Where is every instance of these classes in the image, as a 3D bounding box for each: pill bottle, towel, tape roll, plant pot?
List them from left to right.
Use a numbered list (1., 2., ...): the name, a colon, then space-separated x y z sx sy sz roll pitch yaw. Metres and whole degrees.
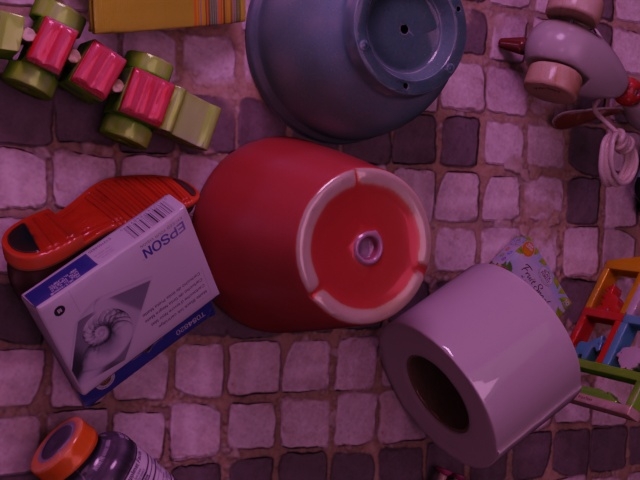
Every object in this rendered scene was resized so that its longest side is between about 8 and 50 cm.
1. pill bottle: -0.249 0.329 1.409 0.245 0.130 0.130 48 72 -22
2. towel: -0.188 -0.315 1.390 0.237 0.021 0.102 -16 112 -42
3. plant pot: 0.000 0.000 1.457 0.275 0.243 0.274 -2 95 -29
4. plant pot: 0.072 -0.278 1.504 0.293 0.196 0.292 -2 94 -29
5. tape roll: 0.224 0.176 1.592 0.169 0.246 0.246 -33 108 -24

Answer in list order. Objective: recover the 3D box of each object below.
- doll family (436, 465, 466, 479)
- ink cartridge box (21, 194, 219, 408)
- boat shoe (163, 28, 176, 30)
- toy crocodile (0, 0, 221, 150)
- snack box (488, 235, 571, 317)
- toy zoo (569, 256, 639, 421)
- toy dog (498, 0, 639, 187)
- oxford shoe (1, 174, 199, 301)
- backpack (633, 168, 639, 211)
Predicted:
1. doll family: 0.250 0.459 1.695 0.263 0.118 0.163 26 82 -28
2. ink cartridge box: -0.233 0.088 1.394 0.223 0.045 0.224 -38 137 -21
3. boat shoe: -0.253 -0.353 1.383 0.258 0.084 0.095 33 77 -27
4. toy crocodile: -0.272 -0.202 1.372 0.341 0.105 0.115 27 81 -28
5. snack box: 0.321 0.078 1.754 0.100 0.037 0.141 -44 112 -20
6. toy zoo: 0.485 0.132 1.759 0.030 0.192 0.293 35 77 -27
7. toy dog: 0.398 -0.254 1.735 0.220 0.161 0.333 -54 130 -18
8. oxford shoe: -0.274 -0.006 1.411 0.271 0.097 0.098 -23 137 -32
9. backpack: 0.670 -0.126 1.854 0.225 0.191 0.253 38 71 -25
